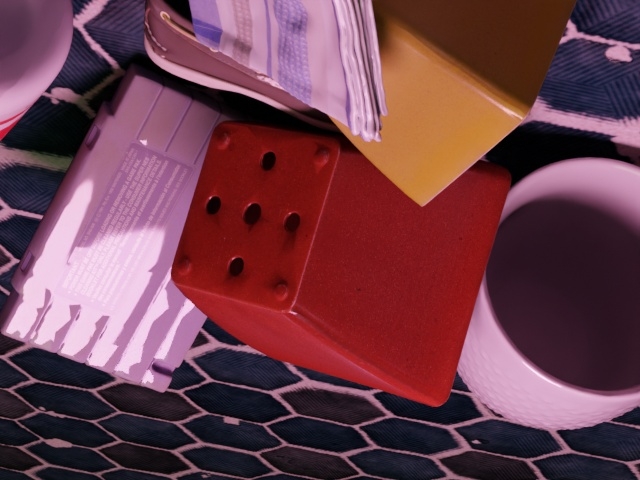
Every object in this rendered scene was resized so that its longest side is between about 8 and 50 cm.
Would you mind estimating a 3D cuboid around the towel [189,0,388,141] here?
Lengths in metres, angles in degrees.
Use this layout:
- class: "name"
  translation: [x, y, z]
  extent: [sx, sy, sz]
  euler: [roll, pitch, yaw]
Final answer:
- class: "towel"
  translation: [-0.046, -0.221, 1.347]
  extent: [0.285, 0.034, 0.209]
  euler: [35, 146, 43]

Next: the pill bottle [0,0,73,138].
- class: "pill bottle"
  translation: [-0.433, -0.168, 1.620]
  extent: [0.229, 0.229, 0.407]
  euler: [22, 151, -22]

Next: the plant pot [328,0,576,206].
- class: "plant pot"
  translation: [0.096, -0.196, 1.422]
  extent: [0.187, 0.212, 0.212]
  euler: [31, 150, -9]

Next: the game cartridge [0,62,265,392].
- class: "game cartridge"
  translation: [-0.205, -0.011, 1.802]
  extent: [0.230, 0.068, 0.355]
  euler: [25, 106, -20]

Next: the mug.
- class: "mug"
  translation: [0.246, 0.054, 1.819]
  extent: [0.374, 0.276, 0.328]
  euler: [41, 162, 6]

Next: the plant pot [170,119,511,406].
- class: "plant pot"
  translation: [0.000, 0.000, 1.634]
  extent: [0.267, 0.267, 0.236]
  euler: [13, 174, 41]

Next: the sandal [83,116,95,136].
- class: "sandal"
  translation: [-0.250, -0.126, 1.856]
  extent: [0.067, 0.040, 0.179]
  euler: [19, 163, -8]

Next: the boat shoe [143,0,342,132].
- class: "boat shoe"
  translation: [-0.020, -0.194, 1.552]
  extent: [0.324, 0.116, 0.097]
  euler: [16, 157, 1]
